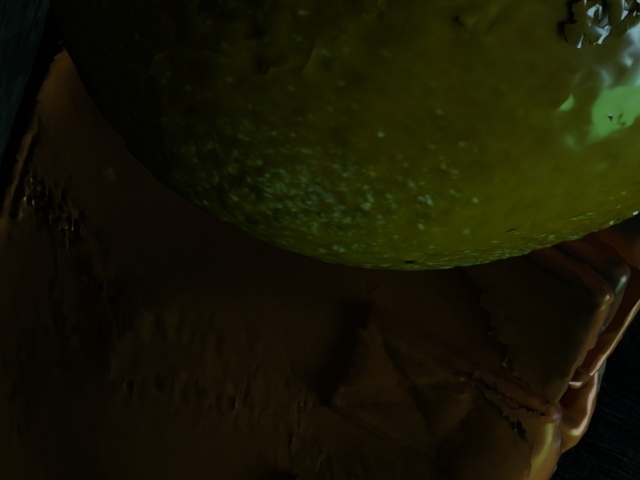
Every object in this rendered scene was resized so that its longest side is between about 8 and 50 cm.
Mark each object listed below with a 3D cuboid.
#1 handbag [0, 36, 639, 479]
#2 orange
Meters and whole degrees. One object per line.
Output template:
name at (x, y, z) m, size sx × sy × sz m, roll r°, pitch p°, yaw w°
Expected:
handbag at (-0.039, 0.101, 0.763) m, size 0.116 × 0.303 × 0.410 m, roll -34°, pitch 151°, yaw -59°
orange at (0.037, -0.119, 0.527) m, size 0.274 × 0.274 × 0.274 m, roll -59°, pitch 170°, yaw -17°
